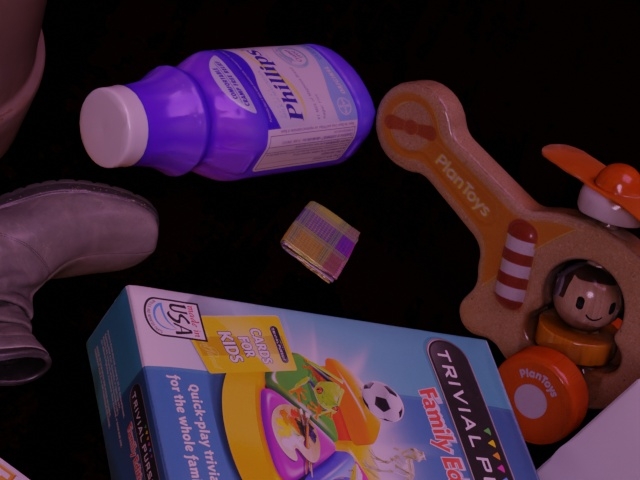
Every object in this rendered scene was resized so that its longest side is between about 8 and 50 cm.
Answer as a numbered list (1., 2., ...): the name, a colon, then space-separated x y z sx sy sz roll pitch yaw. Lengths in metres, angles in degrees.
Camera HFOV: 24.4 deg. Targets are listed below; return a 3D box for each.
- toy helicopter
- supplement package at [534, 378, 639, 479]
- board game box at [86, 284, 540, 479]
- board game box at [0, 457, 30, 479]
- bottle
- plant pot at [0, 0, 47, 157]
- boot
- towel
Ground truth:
1. toy helicopter: 0.184 -0.015 1.299 0.355 0.235 0.140 50 39 15
2. supplement package: 0.324 0.219 1.198 0.262 0.199 0.198 -10 59 -45
3. board game box: 0.013 0.174 1.088 0.336 0.079 0.254 10 45 -32
4. board game box: -0.249 0.161 0.927 0.154 0.026 0.103 37 36 -3
5. bottle: -0.080 -0.111 1.297 0.282 0.092 0.118 -11 57 -45
6. plant pot: -0.316 -0.240 1.083 0.323 0.280 0.323 24 39 -21
7. boot: -0.213 0.039 1.029 0.246 0.083 0.161 0 43 -29
8. towel: 0.000 0.000 1.317 0.060 0.009 0.083 35 36 -3
